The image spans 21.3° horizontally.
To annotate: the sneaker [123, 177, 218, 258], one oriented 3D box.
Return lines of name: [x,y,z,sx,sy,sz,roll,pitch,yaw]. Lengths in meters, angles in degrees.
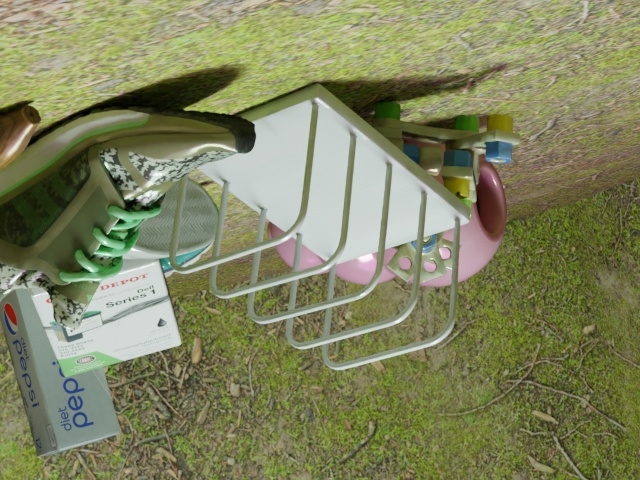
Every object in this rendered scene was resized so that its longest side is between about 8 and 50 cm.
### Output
sneaker: [-0.275,-0.018,1.931,0.293,0.108,0.169,0,169,-38]

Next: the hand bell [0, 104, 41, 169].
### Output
hand bell: [-0.324,-0.051,1.505,0.242,0.126,0.126,-33,165,34]

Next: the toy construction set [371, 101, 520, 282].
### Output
toy construction set: [0.102,-0.067,2.021,0.215,0.151,0.327,3,157,-4]

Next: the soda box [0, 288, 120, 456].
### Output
soda box: [-0.368,0.145,2.339,0.098,0.286,0.091,-12,173,-31]

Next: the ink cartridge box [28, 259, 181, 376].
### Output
ink cartridge box: [-0.267,0.062,2.074,0.160,0.092,0.219,-16,150,-5]

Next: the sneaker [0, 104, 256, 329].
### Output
sneaker: [-0.222,-0.011,1.624,0.410,0.182,0.158,-18,174,30]

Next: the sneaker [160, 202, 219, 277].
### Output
sneaker: [-0.249,-0.004,2.141,0.275,0.107,0.110,-13,166,-22]

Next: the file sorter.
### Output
file sorter: [0.000,0.000,1.802,0.193,0.173,0.278,-18,143,34]

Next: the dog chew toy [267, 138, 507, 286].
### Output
dog chew toy: [0.078,-0.030,2.301,0.332,0.206,0.207,-8,179,29]
